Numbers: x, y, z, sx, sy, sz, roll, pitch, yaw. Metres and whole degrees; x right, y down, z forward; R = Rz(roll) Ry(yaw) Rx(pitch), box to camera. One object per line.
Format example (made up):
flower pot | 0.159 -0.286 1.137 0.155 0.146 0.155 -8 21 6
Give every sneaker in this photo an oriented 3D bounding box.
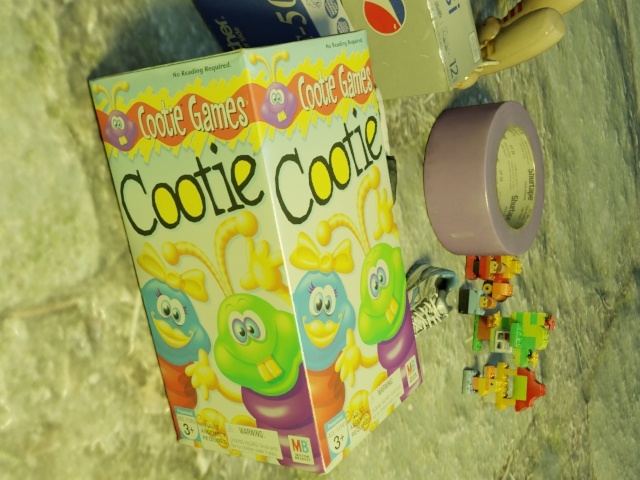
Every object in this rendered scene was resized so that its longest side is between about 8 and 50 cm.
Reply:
sneaker | 0.109 0.072 0.819 0.135 0.058 0.052 -54 130 -38

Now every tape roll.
tape roll | 0.207 -0.075 0.936 0.189 0.080 0.188 0 90 -53

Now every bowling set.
bowling set | 0.226 -0.340 0.944 0.199 0.154 0.287 56 47 -12

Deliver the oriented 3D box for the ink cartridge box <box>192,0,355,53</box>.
ink cartridge box | -0.062 -0.215 0.557 0.207 0.097 0.046 57 47 -37

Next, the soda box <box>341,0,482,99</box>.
soda box | 0.070 -0.288 0.737 0.091 0.098 0.286 -44 123 -43

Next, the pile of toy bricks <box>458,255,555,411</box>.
pile of toy bricks | 0.249 0.113 0.967 0.118 0.105 0.212 14 78 -53

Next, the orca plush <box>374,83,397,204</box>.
orca plush | 0.000 0.000 0.680 0.151 0.102 0.287 -127 -140 -75

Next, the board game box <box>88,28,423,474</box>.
board game box | -0.037 0.002 0.550 0.144 0.142 0.275 -29 112 -50
